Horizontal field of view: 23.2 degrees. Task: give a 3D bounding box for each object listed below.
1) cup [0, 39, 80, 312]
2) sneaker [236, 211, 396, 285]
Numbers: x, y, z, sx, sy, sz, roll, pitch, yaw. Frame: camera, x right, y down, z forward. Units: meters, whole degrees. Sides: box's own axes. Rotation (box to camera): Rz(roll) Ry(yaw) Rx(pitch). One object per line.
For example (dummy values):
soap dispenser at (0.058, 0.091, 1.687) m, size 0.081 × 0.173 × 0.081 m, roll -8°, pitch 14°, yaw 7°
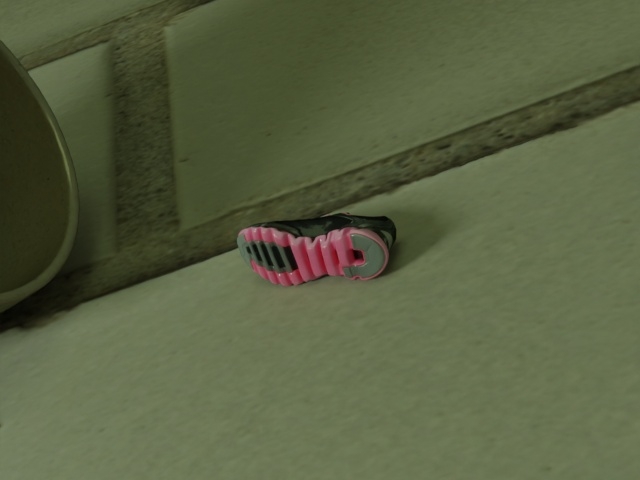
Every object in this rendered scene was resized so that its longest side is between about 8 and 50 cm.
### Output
cup at (-0.387, -0.033, 1.197) m, size 0.237 × 0.331 × 0.331 m, roll -37°, pitch 22°, yaw 30°
sneaker at (0.000, 0.000, 1.099) m, size 0.119 × 0.047 × 0.057 m, roll 2°, pitch 32°, yaw 25°
